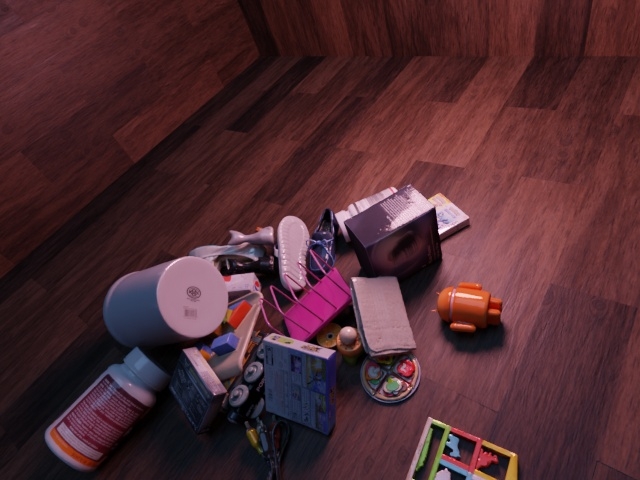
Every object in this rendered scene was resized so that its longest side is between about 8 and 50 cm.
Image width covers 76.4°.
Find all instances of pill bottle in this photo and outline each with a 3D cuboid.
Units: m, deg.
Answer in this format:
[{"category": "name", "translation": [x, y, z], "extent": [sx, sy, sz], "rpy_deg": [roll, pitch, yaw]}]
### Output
[{"category": "pill bottle", "translation": [-0.754, 0.601, 1.486], "extent": [0.224, 0.224, 0.392], "rpy_deg": [25, 63, 38]}, {"category": "pill bottle", "translation": [0.218, -0.106, 1.771], "extent": [0.283, 0.161, 0.161], "rpy_deg": [-23, 45, 2]}]

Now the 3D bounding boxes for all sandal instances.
[{"category": "sandal", "translation": [-0.144, 0.053, 1.807], "extent": [0.102, 0.169, 0.416], "rpy_deg": [-38, 34, 34]}]

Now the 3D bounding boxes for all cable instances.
[{"category": "cable", "translation": [-0.147, 0.693, 1.284], "extent": [0.139, 0.072, 0.287], "rpy_deg": [-10, 56, -15]}]

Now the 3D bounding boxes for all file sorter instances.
[{"category": "file sorter", "translation": [-0.061, 0.208, 1.504], "extent": [0.290, 0.182, 0.202], "rpy_deg": [-43, 33, 6]}]

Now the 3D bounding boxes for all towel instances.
[{"category": "towel", "translation": [0.212, 0.256, 1.397], "extent": [0.187, 0.049, 0.282], "rpy_deg": [0, 62, -21]}]

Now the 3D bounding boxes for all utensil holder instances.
[{"category": "utensil holder", "translation": [-0.600, 0.245, 1.595], "extent": [0.385, 0.327, 0.327], "rpy_deg": [-18, 41, 36]}]

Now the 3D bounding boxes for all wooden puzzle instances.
[{"category": "wooden puzzle", "translation": [-0.384, 0.369, 1.552], "extent": [0.322, 0.080, 0.348], "rpy_deg": [-26, 35, 29]}]

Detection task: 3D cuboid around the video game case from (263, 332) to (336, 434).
[{"category": "video game case", "translation": [-0.068, 0.458, 1.314], "extent": [0.244, 0.269, 0.061], "rpy_deg": [8, 16, 30]}]

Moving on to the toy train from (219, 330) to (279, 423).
[{"category": "toy train", "translation": [-0.248, 0.478, 1.459], "extent": [0.190, 0.142, 0.334], "rpy_deg": [4, 53, 43]}]

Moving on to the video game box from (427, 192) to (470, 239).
[{"category": "video game box", "translation": [0.492, -0.095, 1.727], "extent": [0.187, 0.048, 0.205], "rpy_deg": [-28, 45, -7]}]

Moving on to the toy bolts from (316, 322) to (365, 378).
[{"category": "toy bolts", "translation": [0.023, 0.369, 1.415], "extent": [0.228, 0.158, 0.218], "rpy_deg": [-43, 47, -18]}]

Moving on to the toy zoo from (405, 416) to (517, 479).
[{"category": "toy zoo", "translation": [0.403, 0.632, 1.104], "extent": [0.293, 0.030, 0.192], "rpy_deg": [12, 55, 31]}]

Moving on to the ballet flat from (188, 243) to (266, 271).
[{"category": "ballet flat", "translation": [-0.447, 0.088, 1.906], "extent": [0.400, 0.139, 0.139], "rpy_deg": [-7, 47, 13]}]

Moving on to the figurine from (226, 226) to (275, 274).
[{"category": "figurine", "translation": [-0.310, 0.049, 1.800], "extent": [0.209, 0.092, 0.215], "rpy_deg": [-2, 73, -2]}]

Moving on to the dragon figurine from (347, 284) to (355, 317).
[{"category": "dragon figurine", "translation": [0.151, 0.238, 1.535], "extent": [0.289, 0.144, 0.085], "rpy_deg": [-15, 43, 37]}]

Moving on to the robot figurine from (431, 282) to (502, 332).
[{"category": "robot figurine", "translation": [0.494, 0.223, 1.376], "extent": [0.219, 0.128, 0.158], "rpy_deg": [6, 92, 27]}]

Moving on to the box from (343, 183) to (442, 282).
[{"category": "box", "translation": [0.284, 0.000, 1.551], "extent": [0.294, 0.296, 0.183], "rpy_deg": [-30, 45, -4]}]

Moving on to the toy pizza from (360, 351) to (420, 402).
[{"category": "toy pizza", "translation": [0.230, 0.437, 1.356], "extent": [0.201, 0.032, 0.201], "rpy_deg": [-12, 46, 12]}]

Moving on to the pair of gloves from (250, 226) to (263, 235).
[{"category": "pair of gloves", "translation": [-0.309, -0.030, 2.030], "extent": [0.074, 0.010, 0.083], "rpy_deg": [22, 63, 35]}]

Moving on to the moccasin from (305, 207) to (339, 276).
[{"category": "moccasin", "translation": [0.000, 0.000, 1.795], "extent": [0.137, 0.117, 0.342], "rpy_deg": [-8, 47, 17]}]

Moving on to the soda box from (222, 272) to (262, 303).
[{"category": "soda box", "translation": [-0.408, 0.217, 1.783], "extent": [0.286, 0.098, 0.091], "rpy_deg": [-8, 47, 17]}]

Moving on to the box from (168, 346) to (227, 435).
[{"category": "box", "translation": [-0.431, 0.516, 1.410], "extent": [0.231, 0.056, 0.183], "rpy_deg": [37, 111, 36]}]
